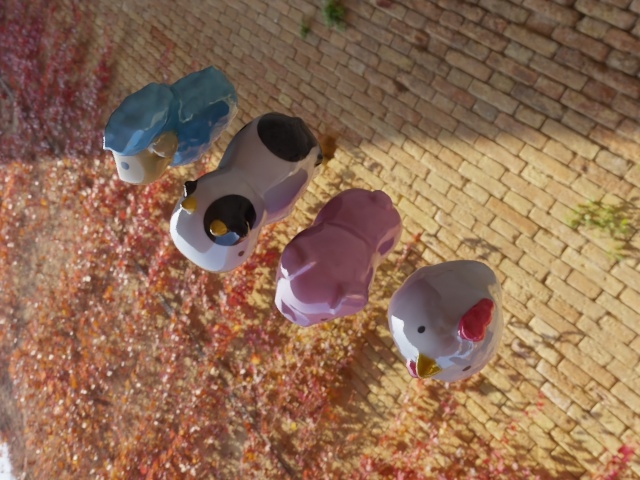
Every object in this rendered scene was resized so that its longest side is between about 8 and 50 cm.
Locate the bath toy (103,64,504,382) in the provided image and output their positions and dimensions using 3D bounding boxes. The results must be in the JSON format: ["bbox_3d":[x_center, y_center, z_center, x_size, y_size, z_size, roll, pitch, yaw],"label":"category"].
[{"bbox_3d":[0.000,0.000,0.422,0.348,0.151,0.129,35,179,3],"label":"bath toy"}]
